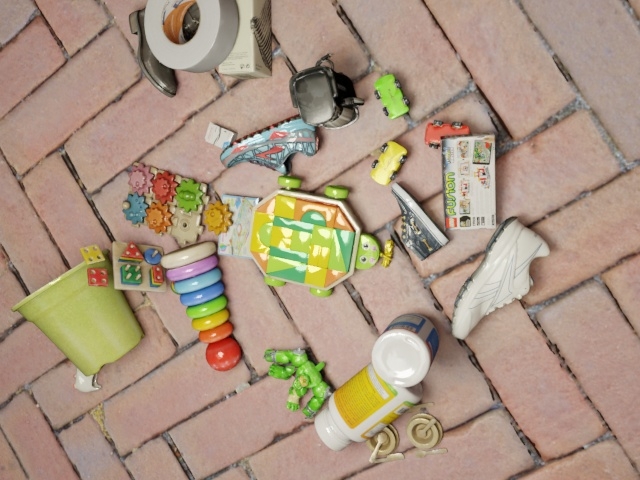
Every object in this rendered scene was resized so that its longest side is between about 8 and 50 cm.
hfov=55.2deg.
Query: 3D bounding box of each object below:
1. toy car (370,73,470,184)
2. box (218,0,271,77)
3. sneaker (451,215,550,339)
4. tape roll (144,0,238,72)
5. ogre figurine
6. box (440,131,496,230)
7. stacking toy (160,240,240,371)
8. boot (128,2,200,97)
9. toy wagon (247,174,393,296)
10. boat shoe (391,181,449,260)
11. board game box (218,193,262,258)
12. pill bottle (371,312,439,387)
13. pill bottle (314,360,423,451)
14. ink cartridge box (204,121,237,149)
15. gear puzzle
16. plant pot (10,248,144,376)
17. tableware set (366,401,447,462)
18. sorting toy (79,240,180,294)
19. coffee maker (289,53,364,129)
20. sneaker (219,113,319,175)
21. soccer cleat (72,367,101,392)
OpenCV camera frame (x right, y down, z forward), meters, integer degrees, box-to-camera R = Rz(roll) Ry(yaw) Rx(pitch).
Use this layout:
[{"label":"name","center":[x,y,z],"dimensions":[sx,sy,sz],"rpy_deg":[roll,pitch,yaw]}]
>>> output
[{"label":"toy car","center":[0.192,-0.265,1.375],"dimensions":[0.239,0.053,0.225],"rpy_deg":[-25,88,18]},{"label":"box","center":[-0.177,-0.525,1.435],"dimensions":[0.094,0.113,0.275],"rpy_deg":[3,98,18]},{"label":"sneaker","center":[0.384,0.099,1.329],"dimensions":[0.129,0.111,0.297],"rpy_deg":[31,106,7]},{"label":"tape roll","center":[-0.295,-0.496,1.391],"dimensions":[0.219,0.072,0.219],"rpy_deg":[3,96,29]},{"label":"ogre figurine","center":[-0.050,0.338,1.506],"dimensions":[0.118,0.097,0.197],"rpy_deg":[-36,69,36]},{"label":"box","center":[0.320,-0.126,1.324],"dimensions":[0.114,0.036,0.207],"rpy_deg":[-2,110,12]},{"label":"stacking toy","center":[-0.288,0.174,1.552],"dimensions":[0.141,0.141,0.330],"rpy_deg":[-14,98,19]},{"label":"boot","center":[-0.343,-0.511,1.500],"dimensions":[0.229,0.091,0.263],"rpy_deg":[-21,87,20]},{"label":"toy wagon","center":[0.000,0.000,1.445],"dimensions":[0.344,0.068,0.267],"rpy_deg":[12,106,13]},{"label":"boat shoe","center":[0.203,-0.042,1.389],"dimensions":[0.083,0.065,0.183],"rpy_deg":[-41,84,16]},{"label":"board game box","center":[-0.202,-0.035,1.543],"dimensions":[0.103,0.026,0.154],"rpy_deg":[8,99,17]},{"label":"pill bottle","center":[0.194,0.229,1.341],"dimensions":[0.124,0.221,0.124],"rpy_deg":[2,96,18]},{"label":"pill bottle","center":[0.106,0.382,1.431],"dimensions":[0.245,0.136,0.136],"rpy_deg":[-43,83,17]},{"label":"ink cartridge box","center":[-0.255,-0.262,1.533],"dimensions":[0.083,0.028,0.048],"rpy_deg":[24,103,14]},{"label":"gear puzzle","center":[-0.373,-0.081,1.567],"dimensions":[0.339,0.044,0.176],"rpy_deg":[18,101,21]},{"label":"plant pot","center":[-0.604,0.201,1.596],"dimensions":[0.276,0.276,0.254],"rpy_deg":[-30,98,19]},{"label":"tableware set","center":[0.194,0.470,1.465],"dimensions":[0.194,0.039,0.128],"rpy_deg":[-16,91,19]},{"label":"sorting toy","center":[-0.462,0.059,1.548],"dimensions":[0.046,0.274,0.132],"rpy_deg":[-42,50,41]},{"label":"coffee maker","center":[0.001,-0.333,1.362],"dimensions":[0.120,0.178,0.171],"rpy_deg":[-36,85,17]},{"label":"sneaker","center":[-0.123,-0.205,1.457],"dimensions":[0.261,0.104,0.125],"rpy_deg":[-17,102,27]},{"label":"soccer cleat","center":[-0.654,0.329,1.716],"dimensions":[0.076,0.068,0.196],"rpy_deg":[-1,97,3]}]
